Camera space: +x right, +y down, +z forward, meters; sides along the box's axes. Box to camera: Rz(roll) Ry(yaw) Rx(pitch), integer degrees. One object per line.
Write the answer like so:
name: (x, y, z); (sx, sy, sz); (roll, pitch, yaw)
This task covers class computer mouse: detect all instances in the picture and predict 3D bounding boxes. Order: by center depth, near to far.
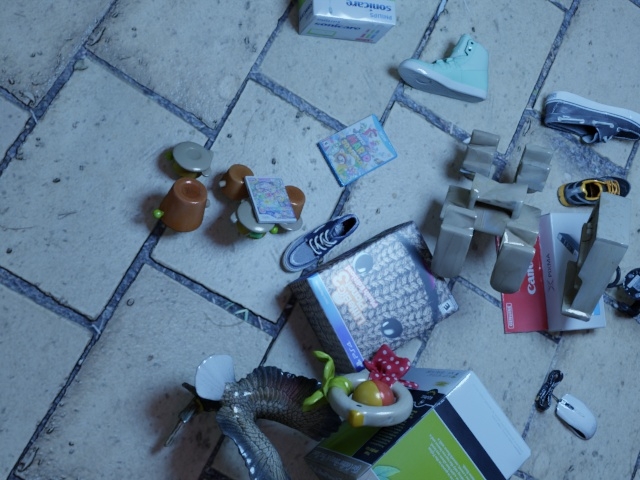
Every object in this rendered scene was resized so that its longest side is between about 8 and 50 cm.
computer mouse: (0.623, 0.417, 1.907); (0.193, 0.042, 0.106); (41, 70, -9)

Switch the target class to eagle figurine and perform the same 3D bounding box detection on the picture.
eagle figurine: (-0.128, 0.363, 1.561); (0.298, 0.225, 0.226); (22, 99, 20)

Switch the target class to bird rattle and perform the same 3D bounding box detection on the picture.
bird rattle: (0.093, 0.305, 1.512); (0.254, 0.207, 0.143); (8, 108, -27)

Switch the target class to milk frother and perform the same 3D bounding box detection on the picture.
milk frother: (0.812, 0.111, 1.998); (0.135, 0.129, 0.143); (21, 39, -50)

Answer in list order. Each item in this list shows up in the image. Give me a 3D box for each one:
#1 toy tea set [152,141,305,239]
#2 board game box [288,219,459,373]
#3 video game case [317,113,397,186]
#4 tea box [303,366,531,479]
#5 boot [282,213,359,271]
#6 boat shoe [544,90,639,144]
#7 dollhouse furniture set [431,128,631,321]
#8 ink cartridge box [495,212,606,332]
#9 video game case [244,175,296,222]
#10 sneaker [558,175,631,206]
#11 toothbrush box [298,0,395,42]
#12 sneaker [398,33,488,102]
toy tea set: (-0.198, -0.073, 1.683); (0.336, 0.124, 0.200); (21, 46, -12)
board game box: (0.119, 0.126, 1.725); (0.291, 0.141, 0.232); (-29, 92, -21)
video game case: (0.090, -0.215, 1.836); (0.166, 0.015, 0.119); (-30, 92, -21)
tea box: (0.188, 0.446, 1.599); (0.323, 0.329, 0.220); (-37, 95, -19)
boot: (0.000, 0.000, 1.733); (0.190, 0.086, 0.069); (-39, 95, -20)
boat shoe: (0.725, -0.299, 2.021); (0.301, 0.108, 0.102); (16, 77, -14)
dollhouse furniture set: (0.470, -0.009, 1.776); (0.394, 0.256, 0.362); (16, 47, 9)
ink cartridge box: (0.576, 0.080, 1.932); (0.261, 0.066, 0.296); (-1, 82, -20)
video game case: (-0.108, -0.088, 1.647); (0.087, 0.011, 0.122); (-1, 54, -29)
sneaker: (0.729, -0.128, 2.008); (0.215, 0.083, 0.084); (-10, 83, -22)
toothbrush box: (0.059, -0.633, 1.833); (0.206, 0.122, 0.283); (1, 81, -19)
sneaker: (0.306, -0.443, 1.903); (0.256, 0.094, 0.151); (11, 84, -27)
